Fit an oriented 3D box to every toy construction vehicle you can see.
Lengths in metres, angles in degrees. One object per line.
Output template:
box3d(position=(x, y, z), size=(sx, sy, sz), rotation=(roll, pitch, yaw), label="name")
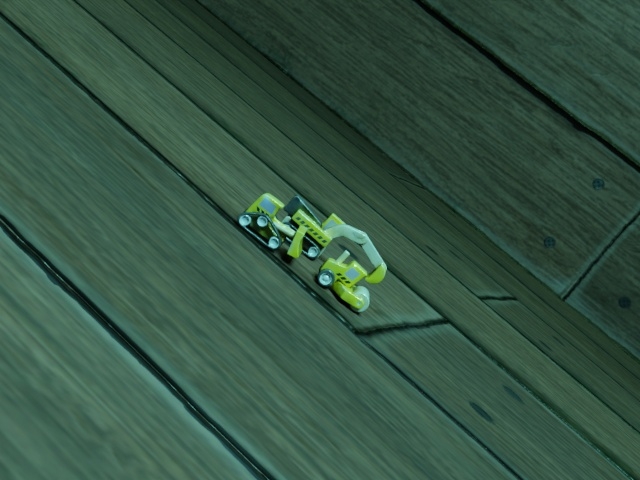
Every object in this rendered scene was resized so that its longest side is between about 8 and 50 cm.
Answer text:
box3d(position=(0.000, 0.000, 0.688), size=(0.098, 0.035, 0.086), rotation=(38, 9, 1), label="toy construction vehicle")
